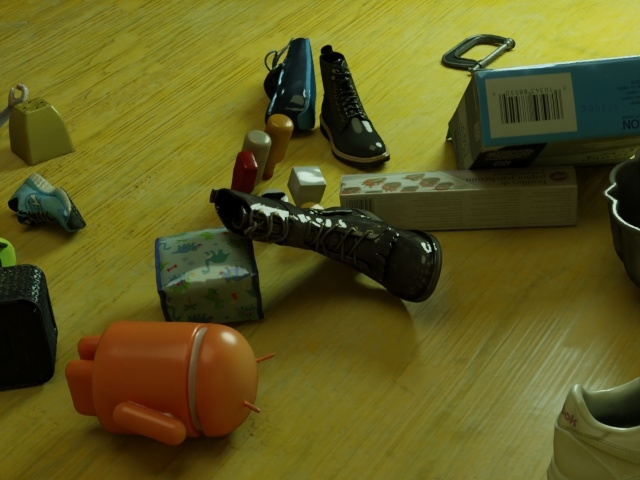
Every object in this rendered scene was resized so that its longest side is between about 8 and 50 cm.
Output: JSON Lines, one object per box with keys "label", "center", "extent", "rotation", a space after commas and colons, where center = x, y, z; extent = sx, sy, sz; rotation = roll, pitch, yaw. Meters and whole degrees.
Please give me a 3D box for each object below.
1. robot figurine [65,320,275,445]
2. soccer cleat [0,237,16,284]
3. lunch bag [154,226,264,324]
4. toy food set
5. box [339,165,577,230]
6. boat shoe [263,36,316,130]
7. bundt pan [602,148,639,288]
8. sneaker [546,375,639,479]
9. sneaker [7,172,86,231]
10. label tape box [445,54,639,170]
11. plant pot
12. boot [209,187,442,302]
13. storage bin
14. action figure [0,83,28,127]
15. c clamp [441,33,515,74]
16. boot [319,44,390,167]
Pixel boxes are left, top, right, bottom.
{"label": "robot figurine", "center": [-0.164, 0.153, 1.381], "extent": [0.219, 0.128, 0.158], "rotation": [1, -4, 11]}
{"label": "soccer cleat", "center": [-0.516, 0.068, 1.617], "extent": [0.121, 0.093, 0.289], "rotation": [9, 32, 35]}
{"label": "lunch bag", "center": [-0.143, 0.037, 1.602], "extent": [0.129, 0.096, 0.151], "rotation": [-9, 40, -5]}
{"label": "toy food set", "center": [-0.068, -0.068, 1.801], "extent": [0.111, 0.104, 0.232], "rotation": [-4, 46, -23]}
{"label": "box", "center": [0.187, -0.056, 1.735], "extent": [0.324, 0.067, 0.063], "rotation": [-3, 30, 6]}
{"label": "boat shoe", "center": [-0.055, -0.269, 2.097], "extent": [0.089, 0.109, 0.258], "rotation": [-7, 28, 5]}
{"label": "bundt pan", "center": [0.510, -0.006, 1.540], "extent": [0.331, 0.124, 0.331], "rotation": [-4, 31, 2]}
{"label": "sneaker", "center": [0.372, 0.191, 1.203], "extent": [0.305, 0.152, 0.114], "rotation": [-2, 29, 3]}
{"label": "sneaker", "center": [-0.398, -0.039, 1.827], "extent": [0.073, 0.063, 0.162], "rotation": [-41, 38, -20]}
{"label": "label tape box", "center": [0.321, -0.156, 1.794], "extent": [0.249, 0.115, 0.348], "rotation": [-6, -10, -2]}
{"label": "plant pot", "center": [-0.455, -0.182, 2.035], "extent": [0.081, 0.083, 0.081], "rotation": [-23, 34, -27]}
{"label": "boot", "center": [0.000, 0.000, 1.561], "extent": [0.229, 0.091, 0.263], "rotation": [11, 9, -34]}
{"label": "storage bin", "center": [-0.410, 0.109, 1.497], "extent": [0.180, 0.122, 0.084], "rotation": [-8, 31, -5]}
{"label": "action figure", "center": [-0.651, -0.239, 2.062], "extent": [0.275, 0.248, 0.370], "rotation": [-29, 49, 26]}
{"label": "c clamp", "center": [0.289, -0.327, 2.225], "extent": [0.137, 0.022, 0.160], "rotation": [8, 34, 31]}
{"label": "boot", "center": [0.041, -0.205, 1.940], "extent": [0.077, 0.137, 0.198], "rotation": [-18, 33, -20]}
